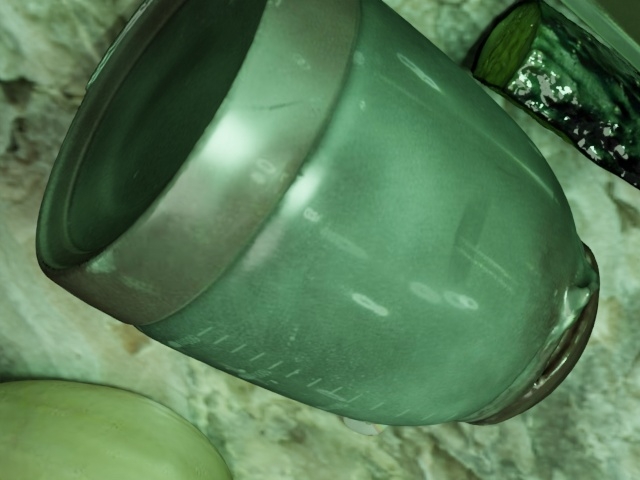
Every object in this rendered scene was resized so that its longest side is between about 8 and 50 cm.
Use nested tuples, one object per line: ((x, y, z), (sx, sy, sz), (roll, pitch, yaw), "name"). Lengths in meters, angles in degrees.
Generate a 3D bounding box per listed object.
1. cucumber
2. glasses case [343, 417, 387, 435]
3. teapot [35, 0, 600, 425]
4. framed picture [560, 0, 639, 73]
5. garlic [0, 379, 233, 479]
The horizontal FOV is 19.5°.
((0.193, -0.065, 1.115), (0.211, 0.078, 0.062), (31, 98, -20), "cucumber")
((0.045, 0.108, 1.310), (0.032, 0.021, 0.083), (27, 129, -11), "glasses case")
((0.000, 0.000, 1.122), (0.312, 0.233, 0.315), (33, 156, -24), "teapot")
((0.256, -0.150, 1.014), (0.197, 0.014, 0.252), (38, 143, -25), "framed picture")
((-0.168, 0.181, 1.352), (0.245, 0.145, 0.164), (30, 159, -13), "garlic")
